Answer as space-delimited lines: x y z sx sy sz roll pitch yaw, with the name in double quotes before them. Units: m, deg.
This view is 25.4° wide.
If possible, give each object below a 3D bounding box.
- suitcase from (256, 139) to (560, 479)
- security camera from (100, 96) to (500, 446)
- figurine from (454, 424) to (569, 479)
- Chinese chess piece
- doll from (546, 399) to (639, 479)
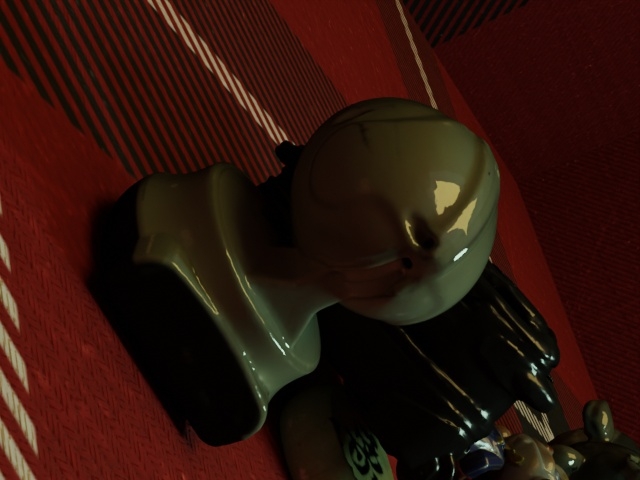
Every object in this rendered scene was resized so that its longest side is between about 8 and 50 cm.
"suitcase" 0.068 0.051 1.330 0.339 0.188 0.345 48 7 8
"security camera" 0.000 0.000 1.046 0.197 0.277 0.191 61 15 -21
"figurine" 0.222 0.285 1.784 0.274 0.133 0.194 45 1 -43
"Chinese chess piece" 0.018 0.197 1.260 0.144 0.058 0.144 59 16 -28
"doll" 0.447 0.417 2.053 0.378 0.252 0.382 39 2 17
